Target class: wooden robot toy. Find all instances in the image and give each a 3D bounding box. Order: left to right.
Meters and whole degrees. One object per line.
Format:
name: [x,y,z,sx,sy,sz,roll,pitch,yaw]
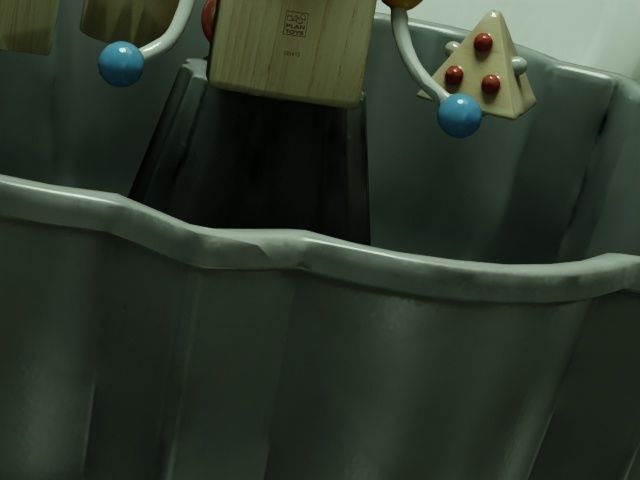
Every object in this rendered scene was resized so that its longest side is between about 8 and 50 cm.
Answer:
wooden robot toy: [-0.015,-0.082,0.503,0.173,0.079,0.076,8,17,-9]

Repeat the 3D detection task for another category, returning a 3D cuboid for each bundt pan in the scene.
bundt pan: [-0.023,0.009,0.551,0.331,0.124,0.331,9,16,-3]

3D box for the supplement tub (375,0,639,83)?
supplement tub: [0.083,-0.104,0.890,0.191,0.191,0.272,16,0,14]
